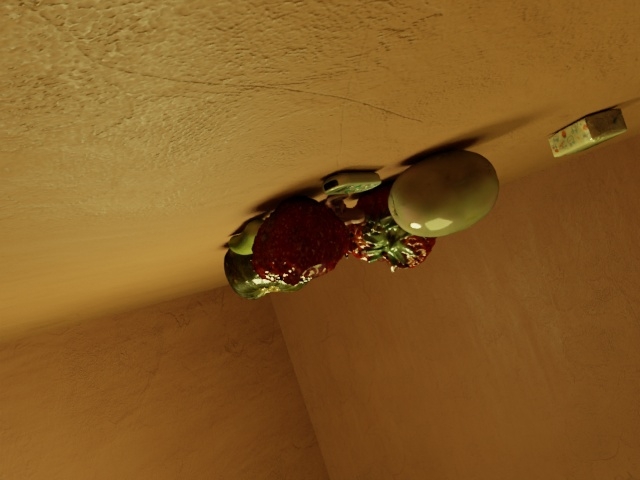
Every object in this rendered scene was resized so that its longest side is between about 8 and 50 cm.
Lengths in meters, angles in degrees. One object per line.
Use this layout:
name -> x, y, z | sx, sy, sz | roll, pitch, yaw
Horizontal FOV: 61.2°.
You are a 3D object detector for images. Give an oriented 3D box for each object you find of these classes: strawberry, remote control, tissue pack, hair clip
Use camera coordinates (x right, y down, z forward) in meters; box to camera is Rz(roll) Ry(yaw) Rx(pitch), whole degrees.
strawberry -> -0.052, -0.004, 1.419 | 0.274, 0.220, 0.274 | -8, -173, 1
remote control -> 0.080, -0.145, 1.354 | 0.078, 0.042, 0.221 | -21, 174, 33
tissue pack -> 0.879, -0.352, 1.789 | 0.148, 0.092, 0.196 | -17, 174, -13
strawberry -> 0.232, -0.075, 1.750 | 0.312, 0.267, 0.351 | 7, -143, 20
hair clip -> 0.051, -0.082, 1.607 | 0.123, 0.102, 0.138 | -14, 174, -23

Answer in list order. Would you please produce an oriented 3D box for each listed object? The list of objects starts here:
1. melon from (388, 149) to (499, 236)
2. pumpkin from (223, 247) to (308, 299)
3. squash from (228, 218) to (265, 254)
melon -> 0.338, -0.128, 1.476 | 0.317, 0.223, 0.223 | -23, 177, -15
pumpkin -> -0.202, 0.060, 1.882 | 0.325, 0.242, 0.232 | -16, 147, 16
squash -> -0.207, -0.005, 1.608 | 0.083, 0.083, 0.250 | -16, 176, -27
